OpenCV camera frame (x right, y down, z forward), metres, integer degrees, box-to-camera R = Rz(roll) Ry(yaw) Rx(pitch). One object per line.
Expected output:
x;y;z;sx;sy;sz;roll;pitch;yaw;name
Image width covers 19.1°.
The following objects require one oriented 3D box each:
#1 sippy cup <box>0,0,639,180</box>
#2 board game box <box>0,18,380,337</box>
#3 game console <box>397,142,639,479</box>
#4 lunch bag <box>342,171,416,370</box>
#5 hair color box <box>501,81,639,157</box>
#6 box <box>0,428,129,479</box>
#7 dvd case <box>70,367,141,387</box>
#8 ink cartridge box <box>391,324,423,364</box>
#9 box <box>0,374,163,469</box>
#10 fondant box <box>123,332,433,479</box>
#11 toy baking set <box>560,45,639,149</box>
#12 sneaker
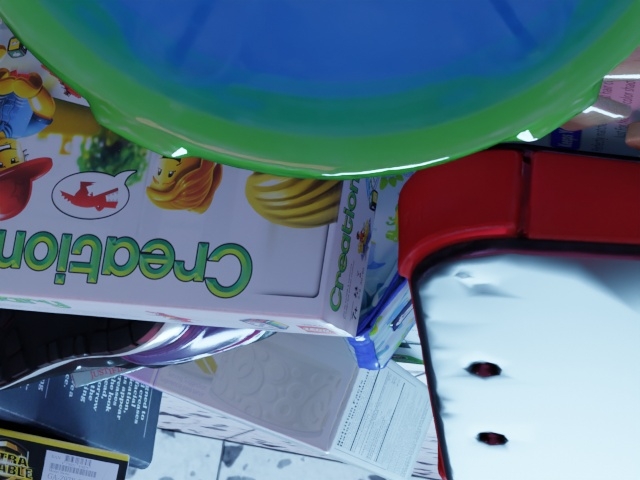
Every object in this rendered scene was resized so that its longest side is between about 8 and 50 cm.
-0.008;-0.131;0.613;0.305;0.240;0.224;32;175;-5;sippy cup
-0.114;-0.055;1.040;0.305;0.193;0.053;3;167;23;board game box
0.219;0.070;0.990;0.342;0.060;0.386;3;153;10;game console
0.039;0.006;1.303;0.096;0.151;0.129;7;167;10;lunch bag
0.132;-0.107;0.835;0.339;0.110;0.185;6;167;7;hair color box
-0.344;0.199;1.640;0.257;0.079;0.322;13;167;-25;box
-0.130;0.064;1.256;0.087;0.013;0.119;-16;-165;-12;dvd case
0.097;0.047;1.590;0.153;0.087;0.208;6;166;13;ink cartridge box
-0.337;0.051;1.633;0.293;0.212;0.395;4;166;22;box
-0.048;0.111;1.598;0.238;0.096;0.330;19;173;16;fondant box
0.175;-0.059;0.727;0.196;0.030;0.256;12;174;-39;toy baking set
-0.136;0.048;1.175;0.124;0.107;0.283;12;168;-43;sneaker
